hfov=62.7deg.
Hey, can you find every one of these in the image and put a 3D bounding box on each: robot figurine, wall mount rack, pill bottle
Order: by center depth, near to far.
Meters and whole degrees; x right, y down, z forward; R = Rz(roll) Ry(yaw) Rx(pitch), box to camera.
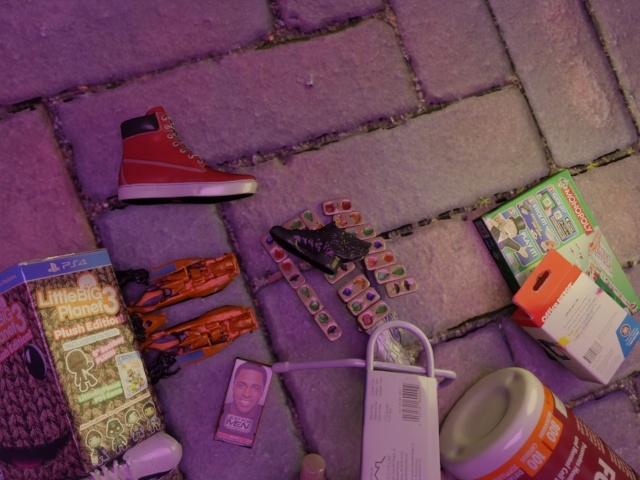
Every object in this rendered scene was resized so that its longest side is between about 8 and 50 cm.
[{"bbox_3d":[0.063,0.304,0.827,0.303,0.130,0.350,8,61,-4],"label":"wall mount rack"},{"bbox_3d":[-0.266,0.131,0.901,0.290,0.085,0.211,-19,86,-10],"label":"robot figurine"},{"bbox_3d":[0.414,0.428,0.901,0.392,0.224,0.224,43,79,-2],"label":"pill bottle"}]

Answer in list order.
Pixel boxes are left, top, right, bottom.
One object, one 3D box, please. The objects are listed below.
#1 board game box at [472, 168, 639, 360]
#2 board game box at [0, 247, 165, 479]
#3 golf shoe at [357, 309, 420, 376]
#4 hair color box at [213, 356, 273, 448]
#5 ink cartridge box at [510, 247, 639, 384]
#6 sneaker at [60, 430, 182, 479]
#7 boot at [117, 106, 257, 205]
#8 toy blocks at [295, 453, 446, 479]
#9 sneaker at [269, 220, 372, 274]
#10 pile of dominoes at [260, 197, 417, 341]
[{"bbox_3d":[0.473,0.047,1.045,0.213,0.046,0.318,-28,89,-11],"label":"board game box"},{"bbox_3d":[-0.402,0.190,0.789,0.232,0.141,0.291,-22,86,30],"label":"board game box"},{"bbox_3d":[0.128,0.218,0.967,0.085,0.069,0.176,-23,78,-5],"label":"golf shoe"},{"bbox_3d":[-0.135,0.284,0.925,0.071,0.043,0.141,15,81,-6],"label":"hair color box"},{"bbox_3d":[0.456,0.137,0.969,0.231,0.078,0.134,42,79,-2],"label":"ink cartridge box"},{"bbox_3d":[-0.339,0.382,0.814,0.234,0.153,0.094,-9,96,-4],"label":"sneaker"},{"bbox_3d":[-0.235,-0.155,0.940,0.244,0.088,0.177,0,82,-5],"label":"boot"},{"bbox_3d":[0.056,0.554,0.864,0.288,0.309,0.260,11,115,4],"label":"toy blocks"},{"bbox_3d":[0.000,-0.001,0.942,0.170,0.051,0.089,31,71,9],"label":"sneaker"},{"bbox_3d":[0.037,0.040,0.956,0.195,0.040,0.251,-34,78,-11],"label":"pile of dominoes"}]
